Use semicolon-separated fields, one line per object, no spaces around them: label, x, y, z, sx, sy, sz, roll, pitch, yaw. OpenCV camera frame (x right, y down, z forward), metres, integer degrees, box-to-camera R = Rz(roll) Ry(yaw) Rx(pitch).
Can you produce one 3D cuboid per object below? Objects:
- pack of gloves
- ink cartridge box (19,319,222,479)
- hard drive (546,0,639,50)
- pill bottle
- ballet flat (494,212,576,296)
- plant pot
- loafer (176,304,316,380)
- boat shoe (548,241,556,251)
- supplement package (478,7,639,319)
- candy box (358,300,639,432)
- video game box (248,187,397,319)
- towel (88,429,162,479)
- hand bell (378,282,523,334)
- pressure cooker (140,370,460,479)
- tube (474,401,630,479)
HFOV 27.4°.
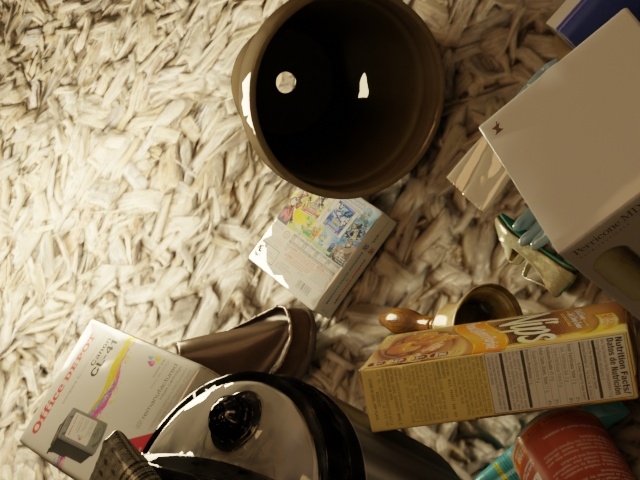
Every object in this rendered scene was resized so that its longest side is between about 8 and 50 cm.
pack of gloves;0.297;-0.105;1.633;0.232;0.046;0.195;-50;53;11
ink cartridge box;-0.269;0.264;1.893;0.306;0.131;0.226;15;71;48
hard drive;0.466;-0.350;1.736;0.319;0.210;0.040;-49;43;8
pill bottle;0.310;0.300;1.513;0.121;0.121;0.216;-44;31;14
ballet flat;0.282;0.021;1.795;0.052;0.057;0.168;-58;40;12
plant pot;-0.010;-0.241;2.078;0.323;0.323;0.280;-60;26;-4
loafer;-0.164;0.208;2.035;0.366;0.130;0.134;-34;46;23
boat shoe;0.322;-0.047;1.798;0.049;0.040;0.142;-7;52;2
supplement package;0.344;-0.062;1.386;0.199;0.262;0.198;-39;48;17
candy box;0.222;0.151;1.594;0.316;0.183;0.088;-10;97;15
video game box;0.000;0.000;2.077;0.187;0.048;0.205;-56;42;3
towel;-0.196;0.430;1.474;0.312;0.056;0.324;45;123;31
hand bell;0.157;0.117;1.833;0.242;0.126;0.126;2;66;56
pressure cooker;-0.050;0.360;1.617;0.370;0.420;0.375;-38;45;19
tube;0.288;0.256;1.651;0.207;0.052;0.080;-42;50;8
